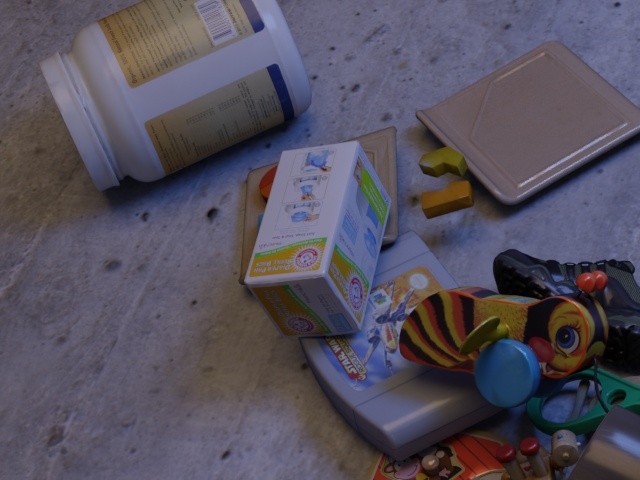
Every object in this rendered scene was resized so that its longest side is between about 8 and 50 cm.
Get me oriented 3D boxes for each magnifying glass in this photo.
[{"bbox_3d":[0.325,0.171,1.649,0.231,0.026,0.092,-6,39,37],"label":"magnifying glass"}]

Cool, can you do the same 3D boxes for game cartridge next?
[{"bbox_3d":[0.085,0.116,1.791,0.198,0.062,0.297,-22,41,-12],"label":"game cartridge"}]

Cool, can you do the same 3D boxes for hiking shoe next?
[{"bbox_3d":[0.306,0.063,1.778,0.227,0.086,0.114,30,49,30],"label":"hiking shoe"}]

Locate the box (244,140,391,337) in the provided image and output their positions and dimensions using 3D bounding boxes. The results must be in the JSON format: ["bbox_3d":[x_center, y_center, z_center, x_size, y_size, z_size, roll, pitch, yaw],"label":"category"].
[{"bbox_3d":[0.000,0.000,1.803,0.103,0.114,0.203,-6,48,26],"label":"box"}]

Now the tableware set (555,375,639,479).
[{"bbox_3d":[0.316,0.225,1.640,0.128,0.039,0.194,-7,39,33],"label":"tableware set"}]

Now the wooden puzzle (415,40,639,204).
[{"bbox_3d":[0.275,-0.151,2.004,0.238,0.044,0.221,-26,45,-13],"label":"wooden puzzle"}]

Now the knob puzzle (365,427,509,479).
[{"bbox_3d":[0.126,0.267,1.671,0.213,0.030,0.213,-10,46,10],"label":"knob puzzle"}]

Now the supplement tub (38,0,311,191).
[{"bbox_3d":[-0.195,-0.216,2.083,0.316,0.228,0.228,-24,46,-5],"label":"supplement tub"}]

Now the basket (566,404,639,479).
[{"bbox_3d":[0.341,0.264,1.439,0.227,0.204,0.154,30,61,17],"label":"basket"}]

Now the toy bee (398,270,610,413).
[{"bbox_3d":[0.235,0.096,1.618,0.298,0.162,0.195,17,12,10],"label":"toy bee"}]

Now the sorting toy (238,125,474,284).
[{"bbox_3d":[0.039,-0.064,1.949,0.307,0.041,0.229,-16,39,18],"label":"sorting toy"}]

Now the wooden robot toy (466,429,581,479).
[{"bbox_3d":[0.225,0.226,1.614,0.173,0.076,0.079,-19,21,14],"label":"wooden robot toy"}]
